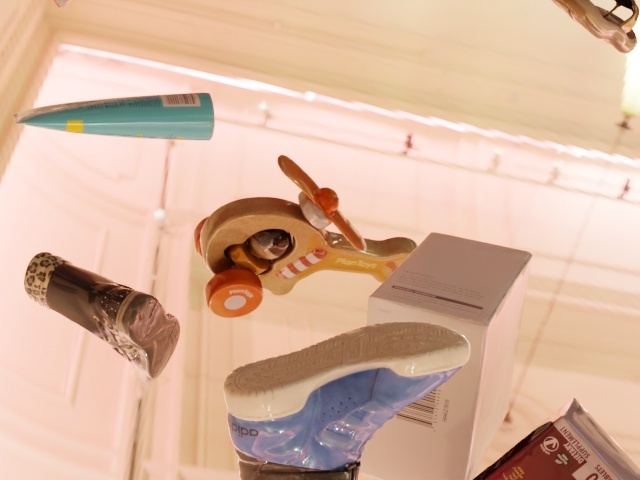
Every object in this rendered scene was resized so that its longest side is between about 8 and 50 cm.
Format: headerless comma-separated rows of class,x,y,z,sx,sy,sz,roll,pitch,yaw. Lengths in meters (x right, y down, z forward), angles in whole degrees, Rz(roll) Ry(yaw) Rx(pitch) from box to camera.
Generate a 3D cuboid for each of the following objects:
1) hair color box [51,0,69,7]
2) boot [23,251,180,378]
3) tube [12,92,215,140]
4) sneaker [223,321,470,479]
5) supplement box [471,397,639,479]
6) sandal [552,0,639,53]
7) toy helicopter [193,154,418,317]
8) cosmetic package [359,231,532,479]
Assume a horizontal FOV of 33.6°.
hair color box,-0.245,-0.294,0.907,0.167,0.093,0.053,50,174,-19
boot,-0.296,0.101,1.462,0.178,0.236,0.085,23,-111,13
tube,-0.218,-0.131,1.119,0.207,0.052,0.080,-2,-172,-18
sneaker,0.019,0.103,0.619,0.152,0.085,0.058,-14,-159,-24
supplement box,0.197,0.280,1.029,0.130,0.239,0.073,48,-158,9
sandal,0.261,-0.213,0.972,0.072,0.049,0.180,43,-161,19
toy helicopter,0.000,0.000,1.550,0.354,0.235,0.140,8,-136,-27
cosmetic package,0.144,0.138,1.228,0.138,0.224,0.224,13,-157,21
